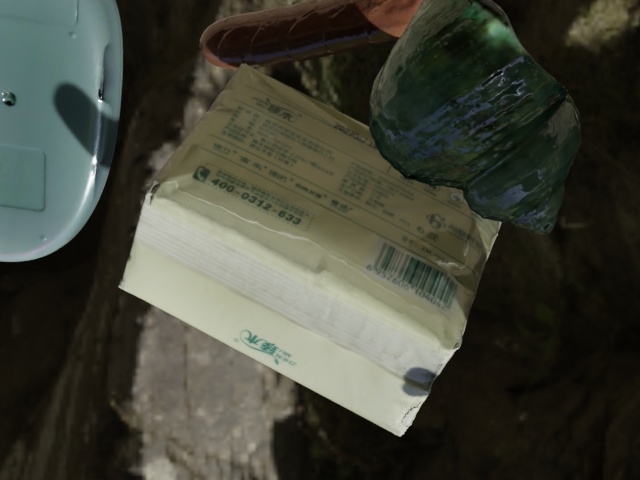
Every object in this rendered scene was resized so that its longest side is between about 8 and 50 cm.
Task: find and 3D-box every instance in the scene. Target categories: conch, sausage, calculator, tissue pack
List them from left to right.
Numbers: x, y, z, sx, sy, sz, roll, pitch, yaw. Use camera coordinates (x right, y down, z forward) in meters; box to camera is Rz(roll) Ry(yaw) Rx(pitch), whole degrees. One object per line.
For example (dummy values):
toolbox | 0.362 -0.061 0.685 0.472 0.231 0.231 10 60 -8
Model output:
calculator | -0.241 -0.123 0.857 0.185 0.299 0.041 9 -158 3
sausage | -0.010 -0.290 1.564 0.433 0.088 0.087 -4 173 38
tissue pack | 0.000 0.000 1.334 0.380 0.297 0.207 28 134 2
conch | 0.117 -0.090 0.841 0.188 0.122 0.175 30 158 -30
